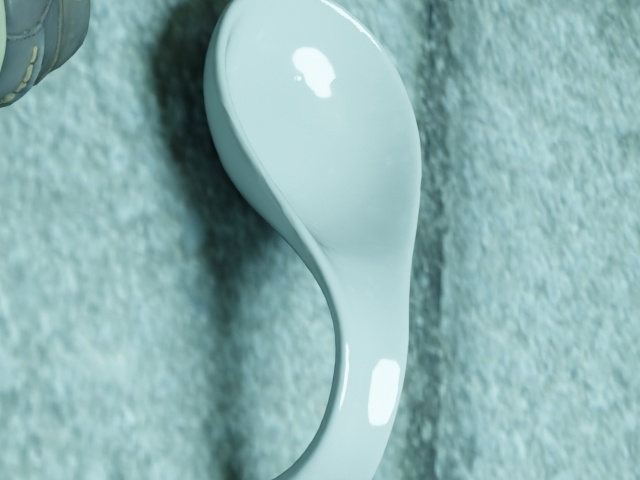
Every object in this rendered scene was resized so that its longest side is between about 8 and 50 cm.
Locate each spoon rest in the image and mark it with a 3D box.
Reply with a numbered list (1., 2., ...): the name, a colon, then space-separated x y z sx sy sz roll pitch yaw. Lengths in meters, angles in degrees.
1. spoon rest: 0.000 0.000 0.948 0.137 0.084 0.276 18 63 -40

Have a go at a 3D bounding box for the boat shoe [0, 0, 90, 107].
1. boat shoe: -0.192 -0.220 0.831 0.130 0.132 0.355 -18 96 -57
